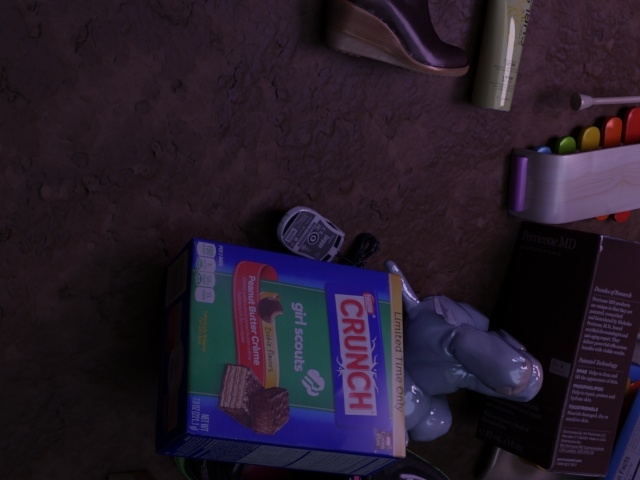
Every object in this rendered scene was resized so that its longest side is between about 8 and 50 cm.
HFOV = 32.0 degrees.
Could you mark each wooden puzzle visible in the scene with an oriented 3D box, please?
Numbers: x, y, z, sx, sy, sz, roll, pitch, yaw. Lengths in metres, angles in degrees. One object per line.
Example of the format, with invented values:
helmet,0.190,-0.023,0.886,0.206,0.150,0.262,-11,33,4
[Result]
wooden puzzle,0.472,0.315,2.026,0.322,0.080,0.347,17,98,-36

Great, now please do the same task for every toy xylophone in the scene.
toy xylophone,0.460,-0.136,1.844,0.323,0.081,0.236,-1,109,-32

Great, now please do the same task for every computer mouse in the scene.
computer mouse,0.000,0.000,1.628,0.106,0.042,0.193,-53,132,1

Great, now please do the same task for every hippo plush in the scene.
hippo plush,0.180,0.220,1.704,0.236,0.234,0.294,-54,142,7

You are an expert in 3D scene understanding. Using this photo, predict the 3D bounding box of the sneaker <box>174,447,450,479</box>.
sneaker,0.013,0.369,1.646,0.483,0.202,0.185,20,88,-30

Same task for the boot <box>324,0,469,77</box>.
boot,0.131,-0.342,1.546,0.248,0.090,0.206,9,105,-31

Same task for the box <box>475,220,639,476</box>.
box,0.396,0.172,1.814,0.143,0.191,0.381,13,90,-31

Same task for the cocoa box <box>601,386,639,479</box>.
cocoa box,0.683,0.398,2.032,0.347,0.228,0.231,5,107,-60

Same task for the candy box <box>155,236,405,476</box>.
candy box,-0.048,0.162,1.497,0.317,0.122,0.268,11,64,-26

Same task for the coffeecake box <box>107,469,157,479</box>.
coffeecake box,-0.256,0.440,1.566,0.068,0.142,0.185,1,108,-34

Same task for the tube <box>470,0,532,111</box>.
tube,0.276,-0.316,1.674,0.070,0.062,0.240,-21,122,-72
